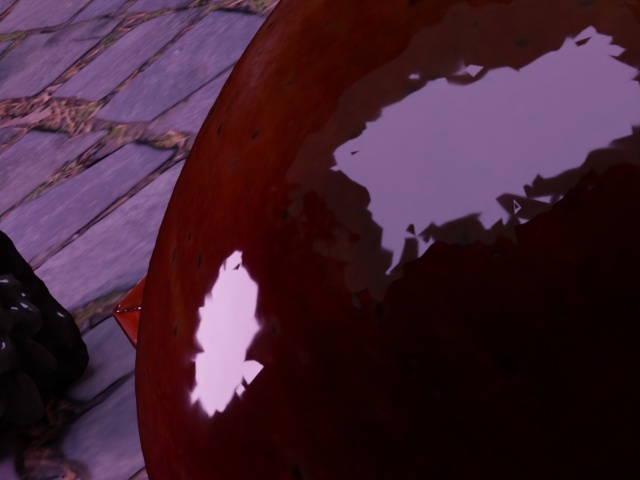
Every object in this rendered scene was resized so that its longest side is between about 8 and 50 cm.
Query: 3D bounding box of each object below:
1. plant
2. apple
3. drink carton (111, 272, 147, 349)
[{"bbox_3d":[-0.214,0.054,1.132,0.129,0.132,0.194,-41,20,-10],"label":"plant"},{"bbox_3d":[0.092,-0.006,0.787,0.329,0.295,0.365,2,41,8],"label":"apple"},{"bbox_3d":[0.000,0.000,1.007,0.071,0.096,0.223,-6,35,46],"label":"drink carton"}]
